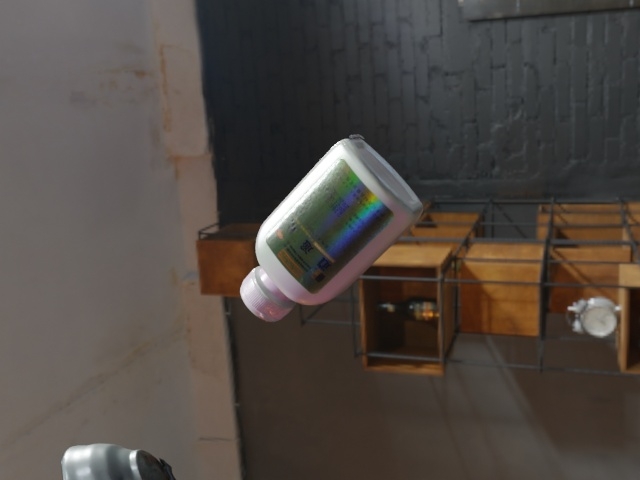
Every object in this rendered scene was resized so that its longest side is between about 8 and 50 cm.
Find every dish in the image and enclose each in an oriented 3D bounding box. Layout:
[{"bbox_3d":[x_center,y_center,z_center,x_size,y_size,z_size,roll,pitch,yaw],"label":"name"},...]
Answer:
[{"bbox_3d":[-0.289,0.441,1.176,0.317,0.106,0.316,54,175,6],"label":"dish"}]

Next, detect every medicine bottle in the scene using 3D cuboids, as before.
[{"bbox_3d":[0.000,0.000,0.783,0.115,0.219,0.078,47,-158,8],"label":"medicine bottle"}]
